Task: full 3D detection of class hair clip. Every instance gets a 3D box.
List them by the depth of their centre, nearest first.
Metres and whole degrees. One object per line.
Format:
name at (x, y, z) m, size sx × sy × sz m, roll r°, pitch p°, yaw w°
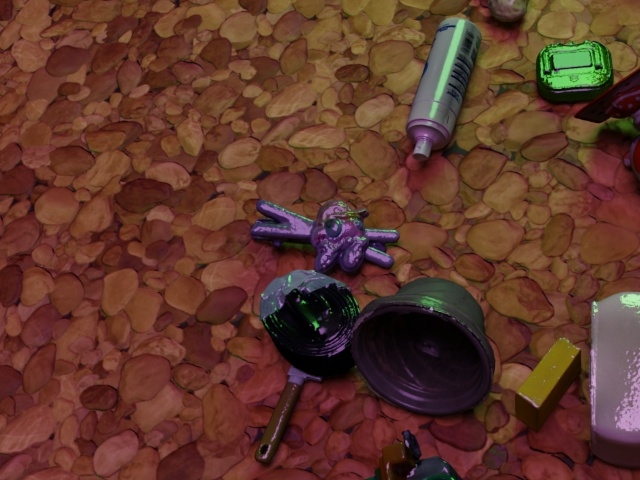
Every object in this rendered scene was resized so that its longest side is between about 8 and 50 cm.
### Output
hair clip at (-0.006, -0.006, 1.773) m, size 0.278 × 0.090 × 0.137 m, roll 8°, pitch 69°, yaw 18°

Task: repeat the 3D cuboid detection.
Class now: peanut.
peanut at (0.361, -0.520, 2.012) m, size 0.098 × 0.090 × 0.214 m, roll -7°, pitch 55°, yaw -6°

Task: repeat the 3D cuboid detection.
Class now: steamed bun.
steamed bun at (0.481, 0.205, 1.493) m, size 0.164 × 0.146 × 0.242 m, roll 0°, pitch 59°, yaw 18°

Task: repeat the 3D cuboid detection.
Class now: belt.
belt at (-0.012, 0.130, 1.666) m, size 0.151 × 0.078 × 0.198 m, roll -44°, pitch 55°, yaw -16°

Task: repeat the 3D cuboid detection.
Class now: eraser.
eraser at (0.349, 0.220, 1.545) m, size 0.045 × 0.097 × 0.122 m, roll 32°, pitch 68°, yaw 28°

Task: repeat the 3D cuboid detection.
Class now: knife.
knife at (-0.021, 0.217, 1.670) m, size 0.061 × 0.027 × 0.343 m, roll 9°, pitch 58°, yaw 24°

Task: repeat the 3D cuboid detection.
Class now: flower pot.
flower pot at (0.171, 0.150, 1.581) m, size 0.235 × 0.236 × 0.140 m, roll 8°, pitch 37°, yaw 18°

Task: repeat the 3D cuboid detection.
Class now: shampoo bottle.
shampoo bottle at (0.225, -0.276, 1.890) m, size 0.092 × 0.092 × 0.303 m, roll 10°, pitch 62°, yaw 19°

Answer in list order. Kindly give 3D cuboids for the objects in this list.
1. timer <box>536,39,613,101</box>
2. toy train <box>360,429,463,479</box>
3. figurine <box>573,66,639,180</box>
timer at (0.473, -0.318, 1.885) m, size 0.140 × 0.047 × 0.128 m, roll -2°, pitch 57°, yaw 11°
toy train at (0.117, 0.473, 1.397) m, size 0.249 × 0.178 × 0.429 m, roll -17°, pitch 55°, yaw 13°
figurine at (0.577, -0.165, 1.696) m, size 0.183 × 0.160 × 0.226 m, roll -37°, pitch 71°, yaw 29°
